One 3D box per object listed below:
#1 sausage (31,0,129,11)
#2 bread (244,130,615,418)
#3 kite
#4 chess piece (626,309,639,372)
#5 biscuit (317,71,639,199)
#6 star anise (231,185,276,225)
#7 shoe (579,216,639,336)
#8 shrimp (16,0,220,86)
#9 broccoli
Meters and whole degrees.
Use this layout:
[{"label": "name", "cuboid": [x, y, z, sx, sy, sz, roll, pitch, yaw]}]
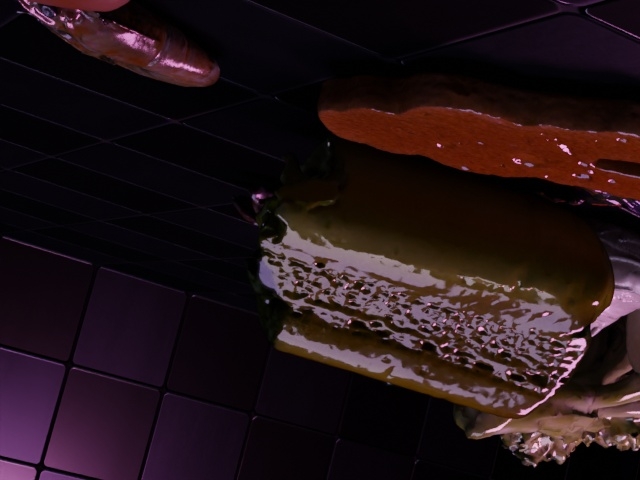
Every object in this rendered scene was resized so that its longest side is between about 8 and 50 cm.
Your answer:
[{"label": "sausage", "cuboid": [-0.262, -0.219, 1.044, 0.300, 0.083, 0.089, 8, 169, 20]}, {"label": "bread", "cuboid": [0.112, 0.029, 1.474, 0.376, 0.208, 0.251, 19, 130, -7]}, {"label": "kite", "cuboid": [0.273, -0.061, 1.394, 0.234, 0.016, 0.321, 22, 167, -34]}, {"label": "chess piece", "cuboid": [0.507, 0.104, 1.679, 0.251, 0.144, 0.144, 9, 172, -6]}, {"label": "biscuit", "cuboid": [0.160, -0.098, 1.229, 0.333, 0.047, 0.202, 9, 168, 19]}, {"label": "star anise", "cuboid": [0.000, 0.000, 1.904, 0.272, 0.103, 0.272, 15, 174, 2]}, {"label": "shoe", "cuboid": [0.274, 0.085, 1.643, 0.132, 0.211, 0.342, 22, 168, -38]}, {"label": "shrimp", "cuboid": [-0.207, -0.190, 1.238, 0.169, 0.058, 0.296, 12, 174, 29]}, {"label": "broccoli", "cuboid": [0.315, 0.209, 1.919, 0.397, 0.275, 0.353, -20, 150, -23]}]
